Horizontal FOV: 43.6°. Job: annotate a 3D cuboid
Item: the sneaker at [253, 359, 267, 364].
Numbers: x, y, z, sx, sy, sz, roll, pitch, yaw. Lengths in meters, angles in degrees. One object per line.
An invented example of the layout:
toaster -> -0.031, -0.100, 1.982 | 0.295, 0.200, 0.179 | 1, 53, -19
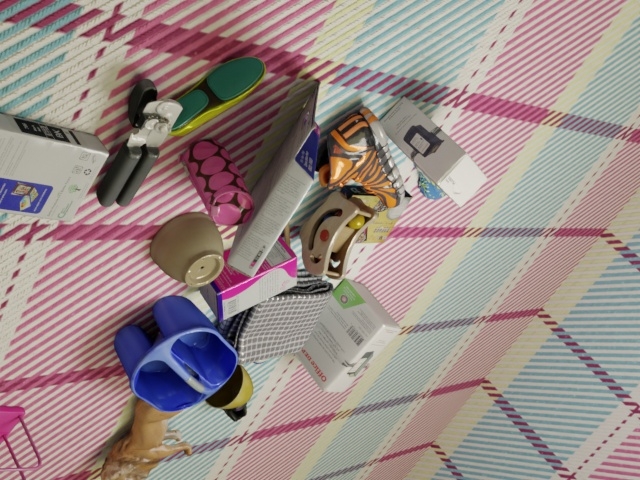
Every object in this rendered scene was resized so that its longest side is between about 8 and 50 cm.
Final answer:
sneaker -> -0.137, 0.307, 2.302 | 0.135, 0.052, 0.058 | -26, 141, -23

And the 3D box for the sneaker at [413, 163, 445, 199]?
sneaker -> 0.303, -0.162, 2.145 | 0.240, 0.091, 0.126 | 6, 127, -50

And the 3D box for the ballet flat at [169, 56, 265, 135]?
ballet flat -> -0.205, -0.269, 1.519 | 0.231, 0.077, 0.077 | -34, 169, -5

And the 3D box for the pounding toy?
pounding toy -> 0.000, 0.000, 1.936 | 0.154, 0.154, 0.269 | 14, 130, -41

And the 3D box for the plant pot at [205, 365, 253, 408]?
plant pot -> -0.231, 0.389, 2.118 | 0.134, 0.134, 0.095 | -44, 139, 6

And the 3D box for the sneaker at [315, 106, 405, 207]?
sneaker -> 0.083, -0.164, 1.910 | 0.180, 0.125, 0.321 | -33, 137, -4

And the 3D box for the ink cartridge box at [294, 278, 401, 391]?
ink cartridge box -> 0.068, 0.281, 2.341 | 0.273, 0.198, 0.114 | -49, 148, 15

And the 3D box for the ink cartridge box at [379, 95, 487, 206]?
ink cartridge box -> 0.268, -0.210, 1.911 | 0.100, 0.237, 0.172 | -45, 148, 8

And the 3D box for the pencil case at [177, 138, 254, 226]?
pencil case -> -0.205, -0.112, 1.567 | 0.098, 0.209, 0.095 | 2, 123, -31

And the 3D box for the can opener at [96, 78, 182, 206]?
can opener -> -0.341, -0.172, 1.485 | 0.074, 0.093, 0.280 | -3, 141, -42

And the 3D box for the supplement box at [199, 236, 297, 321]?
supplement box -> -0.174, 0.083, 1.930 | 0.220, 0.114, 0.111 | -23, 143, -23

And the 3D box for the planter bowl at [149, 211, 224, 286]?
planter bowl -> -0.278, 0.033, 1.765 | 0.162, 0.109, 0.162 | -27, 147, -20

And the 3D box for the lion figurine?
lion figurine -> -0.455, 0.505, 2.165 | 0.240, 0.142, 0.392 | -1, 118, -35

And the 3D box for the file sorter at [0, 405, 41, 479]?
file sorter -> -0.791, 0.530, 1.773 | 0.291, 0.182, 0.202 | -49, 147, 13

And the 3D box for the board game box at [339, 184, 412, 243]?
board game box -> 0.116, -0.066, 2.115 | 0.243, 0.042, 0.165 | -1, 130, -46

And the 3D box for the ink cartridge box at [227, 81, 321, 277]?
ink cartridge box -> -0.067, -0.131, 1.625 | 0.071, 0.324, 0.330 | 31, 113, -12

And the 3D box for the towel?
towel -> -0.119, 0.202, 2.122 | 0.283, 0.121, 0.235 | -5, 133, -43

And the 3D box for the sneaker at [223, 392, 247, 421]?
sneaker -> -0.242, 0.403, 2.239 | 0.107, 0.124, 0.283 | -27, 146, -21

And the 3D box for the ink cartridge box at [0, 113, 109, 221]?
ink cartridge box -> -0.536, -0.128, 1.344 | 0.332, 0.065, 0.165 | 9, 124, -52

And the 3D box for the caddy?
caddy -> -0.343, 0.294, 1.952 | 0.241, 0.179, 0.341 | -38, 148, -5
